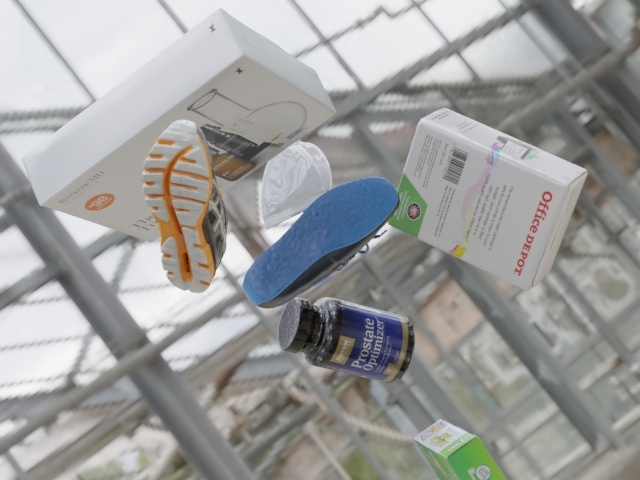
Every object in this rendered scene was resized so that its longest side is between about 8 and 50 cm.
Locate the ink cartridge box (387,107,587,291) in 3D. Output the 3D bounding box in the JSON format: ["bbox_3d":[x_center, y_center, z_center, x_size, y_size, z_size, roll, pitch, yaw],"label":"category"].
[{"bbox_3d":[0.278,-0.071,2.215,0.117,0.278,0.201,-30,-38,-57],"label":"ink cartridge box"}]

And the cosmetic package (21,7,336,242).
[{"bbox_3d":[-0.202,-0.155,1.948,0.377,0.097,0.284,-34,-27,18],"label":"cosmetic package"}]

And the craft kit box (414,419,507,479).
[{"bbox_3d":[0.229,0.362,1.749,0.061,0.250,0.246,-33,0,-9],"label":"craft kit box"}]

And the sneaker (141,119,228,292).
[{"bbox_3d":[-0.148,-0.047,1.525,0.083,0.084,0.215,-53,-29,-50],"label":"sneaker"}]

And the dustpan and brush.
[{"bbox_3d":[-0.044,-0.135,2.195,0.147,0.211,0.060,-25,-21,36],"label":"dustpan and brush"}]

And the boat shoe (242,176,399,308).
[{"bbox_3d":[0.000,0.000,1.888,0.258,0.109,0.089,-32,-22,3],"label":"boat shoe"}]

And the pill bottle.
[{"bbox_3d":[0.043,0.168,2.295,0.219,0.123,0.123,15,-38,-22],"label":"pill bottle"}]
